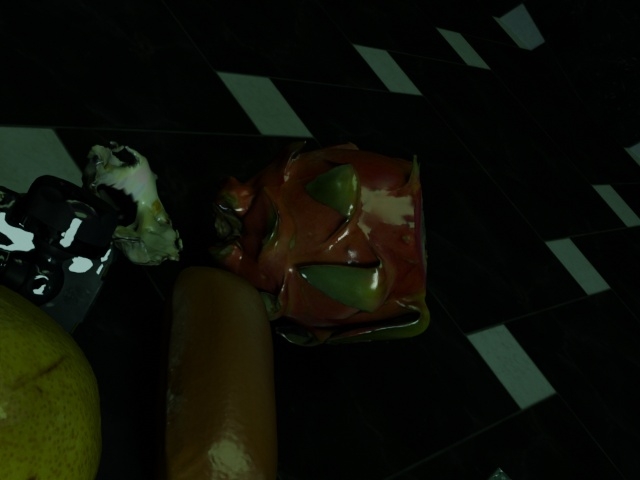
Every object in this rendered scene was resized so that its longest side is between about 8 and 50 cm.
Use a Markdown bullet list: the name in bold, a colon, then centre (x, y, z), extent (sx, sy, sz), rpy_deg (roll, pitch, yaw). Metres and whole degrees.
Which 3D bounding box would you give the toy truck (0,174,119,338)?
- **toy truck**: centre (-0.276, -0.006, 0.775), extent (0.224, 0.147, 0.165), rpy_deg (26, 6, -29)

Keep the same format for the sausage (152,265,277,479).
- **sausage**: centre (-0.090, 0.128, 0.853), extent (0.105, 0.105, 0.274), rpy_deg (29, 31, -26)

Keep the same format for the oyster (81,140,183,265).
- **oyster**: centre (-0.189, -0.030, 0.927), extent (0.133, 0.072, 0.209), rpy_deg (54, 7, -24)

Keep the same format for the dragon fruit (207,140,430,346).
- **dragon fruit**: centre (0.005, 0.001, 1.038), extent (0.224, 0.227, 0.224), rpy_deg (-12, 90, -81)

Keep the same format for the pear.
- **pear**: centre (-0.226, 0.118, 0.587), extent (0.209, 0.209, 0.208), rpy_deg (32, 30, -21)

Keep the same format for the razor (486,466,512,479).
- **razor**: centre (0.190, 0.316, 1.029), extent (0.084, 0.036, 0.211), rpy_deg (43, 27, 4)
